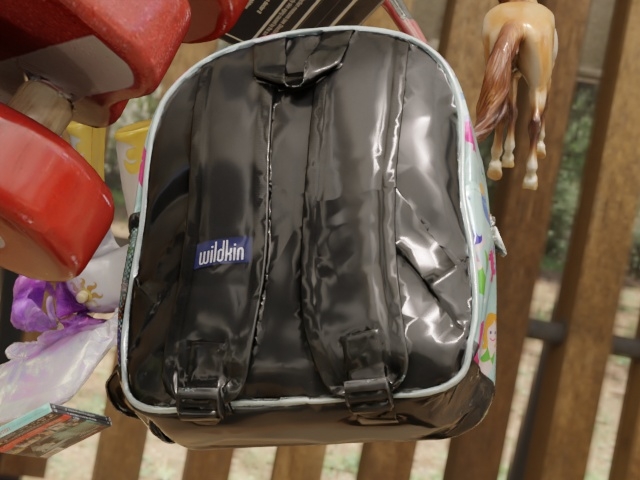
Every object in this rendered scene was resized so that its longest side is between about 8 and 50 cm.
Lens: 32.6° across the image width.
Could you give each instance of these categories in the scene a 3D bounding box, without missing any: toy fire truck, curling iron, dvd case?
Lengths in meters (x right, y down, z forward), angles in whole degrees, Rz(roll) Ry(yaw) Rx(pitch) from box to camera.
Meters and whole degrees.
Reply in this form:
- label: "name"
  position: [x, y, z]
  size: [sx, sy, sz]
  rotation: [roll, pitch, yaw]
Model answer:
- label: "toy fire truck"
  position: [-0.193, -0.121, 0.461]
  size: [0.302, 0.169, 0.254]
  rotation: [3, -32, 50]
- label: "curling iron"
  position: [0.064, -0.282, 1.264]
  size: [0.035, 0.274, 0.068]
  rotation: [-11, -29, -30]
- label: "dvd case"
  position: [-0.278, 0.195, 1.113]
  size: [0.087, 0.013, 0.119]
  rotation: [-28, -24, 11]

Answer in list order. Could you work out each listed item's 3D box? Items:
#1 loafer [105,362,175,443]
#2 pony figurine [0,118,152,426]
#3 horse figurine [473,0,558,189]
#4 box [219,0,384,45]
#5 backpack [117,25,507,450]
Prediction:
- label: "loafer"
  position: [-0.159, 0.166, 1.140]
  size: [0.220, 0.080, 0.078]
  rotation: [-3, 26, 43]
- label: "pony figurine"
  position: [-0.234, 0.051, 1.212]
  size: [0.351, 0.363, 0.303]
  rotation: [-7, 22, 25]
- label: "horse figurine"
  position: [0.165, -0.141, 0.918]
  size: [0.066, 0.174, 0.263]
  rotation: [2, 13, 16]
- label: "box"
  position: [-0.060, -0.336, 1.008]
  size: [0.294, 0.182, 0.296]
  rotation: [23, -28, -19]
- label: "backpack"
  position: [0.000, 0.000, 0.684]
  size: [0.225, 0.253, 0.191]
  rotation: [-6, -21, 13]
